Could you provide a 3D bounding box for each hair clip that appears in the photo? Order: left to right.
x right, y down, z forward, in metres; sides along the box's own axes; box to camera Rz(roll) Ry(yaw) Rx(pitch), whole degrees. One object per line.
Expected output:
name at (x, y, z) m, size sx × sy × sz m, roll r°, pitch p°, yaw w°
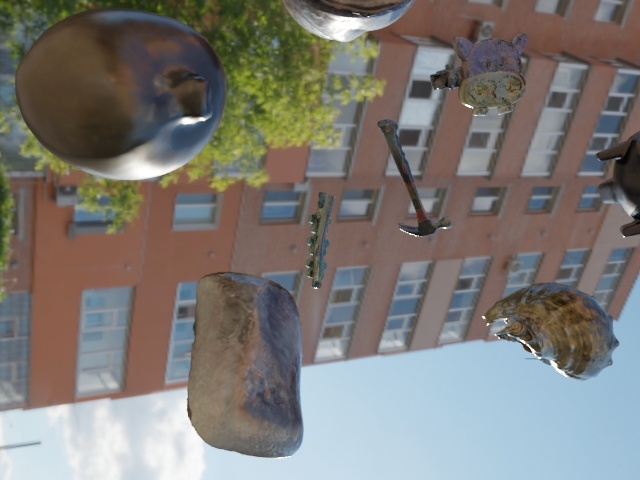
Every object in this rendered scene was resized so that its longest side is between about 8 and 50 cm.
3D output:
hair clip at (0.000, 0.000, 1.311) m, size 0.049 × 0.049 × 0.172 m, roll -3°, pitch -103°, yaw 60°
hair clip at (0.297, -0.302, 1.356) m, size 0.056 × 0.187 × 0.145 m, roll -127°, pitch -149°, yaw -77°

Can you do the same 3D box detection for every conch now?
conch at (0.453, 0.154, 1.420) m, size 0.159 × 0.291 × 0.210 m, roll -55°, pitch -145°, yaw 14°

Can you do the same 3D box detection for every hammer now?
hammer at (0.187, -0.130, 1.573) m, size 0.033 × 0.111 × 0.287 m, roll -90°, pitch 158°, yaw -61°

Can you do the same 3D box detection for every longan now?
longan at (-0.271, -0.204, 1.048) m, size 0.300 × 0.300 × 0.243 m, roll 38°, pitch -42°, yaw 53°

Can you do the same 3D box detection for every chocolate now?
chocolate at (-0.103, 0.178, 1.144) m, size 0.100 × 0.185 × 0.303 m, roll -43°, pitch -141°, yaw 43°
chocolate at (0.040, -0.492, 1.335) m, size 0.213 × 0.304 × 0.303 m, roll 124°, pitch -43°, yaw -73°

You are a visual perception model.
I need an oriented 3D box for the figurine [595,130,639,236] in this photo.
figurine at (0.482, -0.100, 0.882) m, size 0.309 × 0.143 × 0.308 m, roll -8°, pitch -113°, yaw 20°

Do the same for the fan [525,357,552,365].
fan at (0.473, 0.246, 1.547) m, size 0.080 × 0.060 × 0.003 m, roll 12°, pitch -70°, yaw 21°
